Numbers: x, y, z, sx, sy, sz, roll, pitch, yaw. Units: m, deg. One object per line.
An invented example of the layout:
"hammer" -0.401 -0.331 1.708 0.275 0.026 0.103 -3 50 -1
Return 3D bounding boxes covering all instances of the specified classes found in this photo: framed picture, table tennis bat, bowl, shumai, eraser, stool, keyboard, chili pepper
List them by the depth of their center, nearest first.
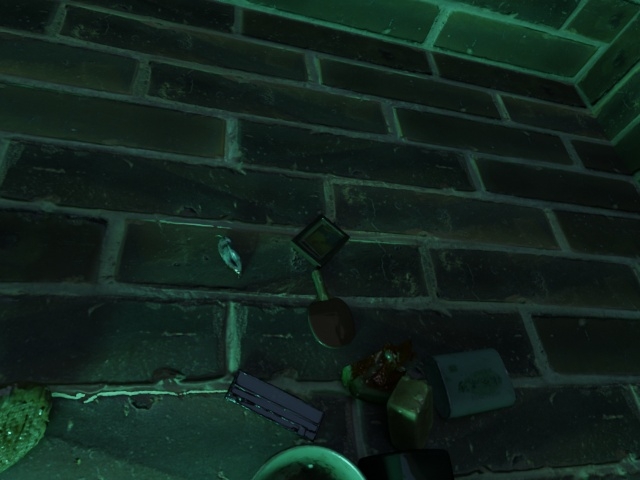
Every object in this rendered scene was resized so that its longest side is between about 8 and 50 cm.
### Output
"shumai" -0.661 0.355 0.880 0.152 0.161 0.210 23 81 32
"bowl" -0.026 0.594 0.910 0.289 0.146 0.289 2 54 -3
"stool" 0.200 0.558 0.988 0.232 0.232 0.141 4 58 -17
"keyboard" -0.112 0.413 1.099 0.250 0.017 0.087 26 54 0
"eraser" 0.429 0.407 1.255 0.226 0.081 0.174 -1 58 -21
"chili pepper" -0.266 0.039 1.284 0.050 0.041 0.153 -34 67 11
"table tennis bat" 0.020 0.200 1.292 0.138 0.022 0.247 -5 61 -23
"framed picture" 0.000 0.000 1.415 0.128 0.023 0.168 40 53 9

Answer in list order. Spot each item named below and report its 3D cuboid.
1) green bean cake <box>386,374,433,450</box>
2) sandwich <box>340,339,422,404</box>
"green bean cake" 0.228 0.440 1.098 0.085 0.179 0.109 12 38 32
"sandwich" 0.167 0.349 1.156 0.184 0.160 0.109 7 36 -25
